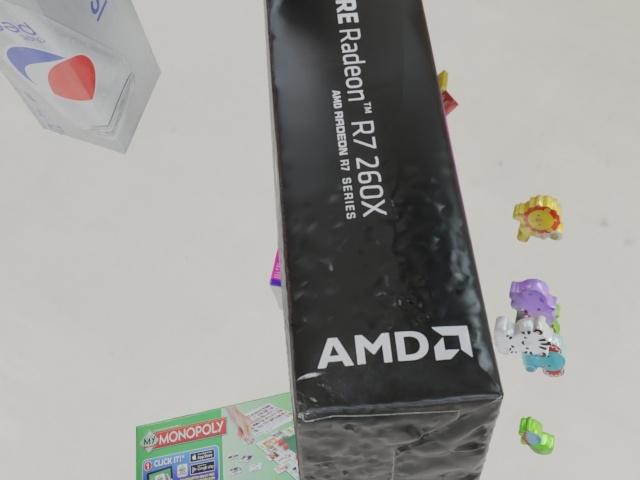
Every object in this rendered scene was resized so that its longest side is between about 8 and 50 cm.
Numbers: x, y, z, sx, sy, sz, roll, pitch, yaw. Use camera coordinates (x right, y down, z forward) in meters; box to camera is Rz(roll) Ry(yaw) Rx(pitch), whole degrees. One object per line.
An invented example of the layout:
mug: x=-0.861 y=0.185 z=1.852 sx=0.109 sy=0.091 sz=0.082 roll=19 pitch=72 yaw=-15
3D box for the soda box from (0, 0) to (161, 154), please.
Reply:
soda box: x=-0.217 y=-0.181 z=0.822 sx=0.091 sy=0.286 sz=0.098 roll=18 pitch=72 yaw=10

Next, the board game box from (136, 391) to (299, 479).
board game box: x=-0.076 y=0.293 z=1.146 sx=0.317 sy=0.046 sz=0.214 roll=-16 pitch=62 yaw=24

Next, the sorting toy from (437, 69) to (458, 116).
sorting toy: x=0.074 y=-0.082 z=1.187 sx=0.046 sy=0.274 sz=0.132 roll=40 pitch=11 yaw=-20

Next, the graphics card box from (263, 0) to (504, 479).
graphics card box: x=0.019 y=-0.017 z=0.585 sx=0.094 sy=0.233 sz=0.371 roll=-3 pitch=54 yaw=-2

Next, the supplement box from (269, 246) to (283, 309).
supplement box: x=0.000 y=0.000 z=1.598 sx=0.113 sy=0.111 sz=0.220 roll=9 pitch=66 yaw=11

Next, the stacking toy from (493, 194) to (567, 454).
stacking toy: x=0.224 y=0.089 z=1.000 sx=0.052 sy=0.221 sz=0.167 roll=0 pitch=45 yaw=21
